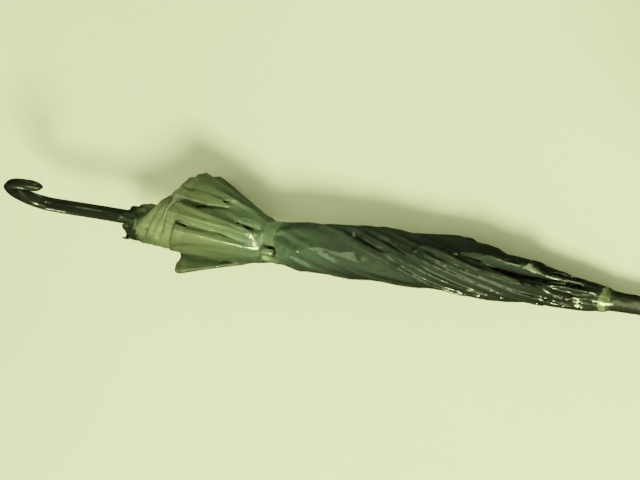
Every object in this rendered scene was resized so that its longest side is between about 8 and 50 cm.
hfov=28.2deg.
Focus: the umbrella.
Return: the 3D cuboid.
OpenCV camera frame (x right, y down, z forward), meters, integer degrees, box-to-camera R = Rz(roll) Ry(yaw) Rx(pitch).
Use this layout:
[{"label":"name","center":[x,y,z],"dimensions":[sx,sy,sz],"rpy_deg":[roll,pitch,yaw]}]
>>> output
[{"label":"umbrella","center":[0.001,0.002,0.478],"dimensions":[0.269,0.044,0.044],"rpy_deg":[11,74,19]}]
